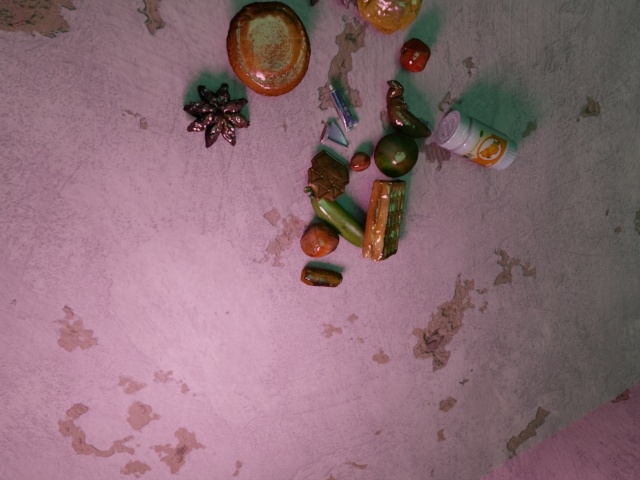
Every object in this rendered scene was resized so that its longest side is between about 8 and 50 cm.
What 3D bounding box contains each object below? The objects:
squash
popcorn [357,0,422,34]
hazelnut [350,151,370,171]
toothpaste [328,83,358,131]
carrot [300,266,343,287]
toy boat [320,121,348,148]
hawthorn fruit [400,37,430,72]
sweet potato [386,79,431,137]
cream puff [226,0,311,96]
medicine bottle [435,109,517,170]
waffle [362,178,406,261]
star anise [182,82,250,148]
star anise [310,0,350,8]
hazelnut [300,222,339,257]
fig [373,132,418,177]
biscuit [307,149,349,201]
[{"bbox_3d":[0.073,-0.090,1.696,0.379,0.101,0.101,42,90,-23],"label":"squash"},{"bbox_3d":[0.254,-0.892,1.492,0.249,0.249,0.225,14,71,-18],"label":"popcorn"},{"bbox_3d":[0.163,-0.318,1.678,0.086,0.086,0.086,-4,105,-14],"label":"hazelnut"},{"bbox_3d":[0.083,-0.524,1.622,0.057,0.035,0.197,-32,113,0],"label":"toothpaste"},{"bbox_3d":[0.003,0.160,1.751,0.173,0.082,0.082,14,100,-18],"label":"carrot"},{"bbox_3d":[0.065,-0.413,1.652,0.122,0.034,0.096,16,99,-27],"label":"toy boat"},{"bbox_3d":[0.369,-0.718,1.608,0.128,0.128,0.128,-4,105,-14],"label":"hawthorn fruit"},{"bbox_3d":[0.339,-0.503,1.667,0.124,0.098,0.310,-48,114,-7],"label":"sweet potato"},{"bbox_3d":[-0.179,-0.655,1.427,0.303,0.212,0.303,-7,114,-15],"label":"cream puff"},{"bbox_3d":[0.662,-0.414,1.743,0.318,0.158,0.158,18,99,-18],"label":"medicine bottle"},{"bbox_3d":[0.264,-0.089,1.688,0.098,0.224,0.327,12,104,25],"label":"waffle"},{"bbox_3d":[-0.368,-0.446,1.484,0.223,0.109,0.236,36,91,-25],"label":"star anise"},{"bbox_3d":[0.037,-0.958,1.461,0.198,0.110,0.257,-9,100,-13],"label":"star anise"},{"bbox_3d":[0.000,0.000,1.681,0.150,0.150,0.150,-4,105,-14],"label":"hazelnut"},{"bbox_3d":[0.305,-0.340,1.651,0.181,0.191,0.181,1,110,3],"label":"fig"},{"bbox_3d":[0.029,-0.243,1.625,0.182,0.034,0.215,32,63,-19],"label":"biscuit"}]
